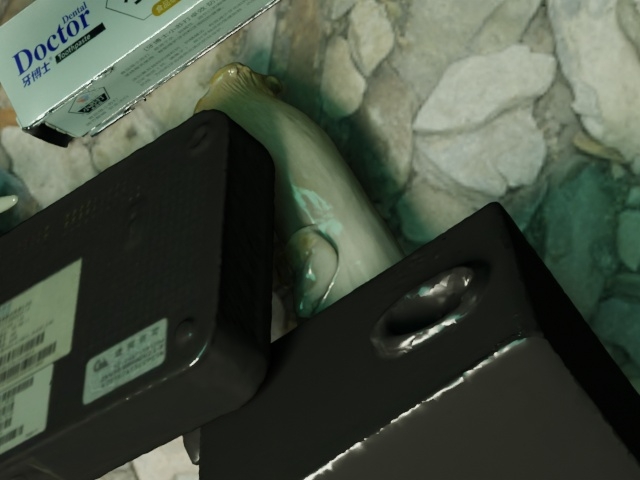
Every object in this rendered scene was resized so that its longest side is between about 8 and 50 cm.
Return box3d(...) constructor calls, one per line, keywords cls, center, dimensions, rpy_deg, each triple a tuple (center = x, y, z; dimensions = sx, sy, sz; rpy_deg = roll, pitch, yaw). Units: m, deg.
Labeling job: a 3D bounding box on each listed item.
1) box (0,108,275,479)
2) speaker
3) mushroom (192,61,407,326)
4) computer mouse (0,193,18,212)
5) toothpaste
box3d(cls="box", center=(-0.175, 0.069, 1.201), dimensions=(0.350, 0.058, 0.211), rpy_deg=(-30, 42, 30))
box3d(cls="speaker", center=(0.069, 0.155, 1.082), dimensions=(0.254, 0.184, 0.232), rpy_deg=(-33, 113, 13))
box3d(cls="mushroom", center=(0.001, 0.000, 1.222), dimensions=(0.099, 0.096, 0.278), rpy_deg=(-23, 75, -19))
box3d(cls="computer mouse", center=(-0.377, 0.047, 1.285), dimensions=(0.389, 0.115, 0.199), rpy_deg=(-26, 54, 24))
box3d(cls="toothpaste", center=(-0.087, -0.184, 1.283), dimensions=(0.313, 0.071, 0.089), rpy_deg=(-34, 71, 14))
